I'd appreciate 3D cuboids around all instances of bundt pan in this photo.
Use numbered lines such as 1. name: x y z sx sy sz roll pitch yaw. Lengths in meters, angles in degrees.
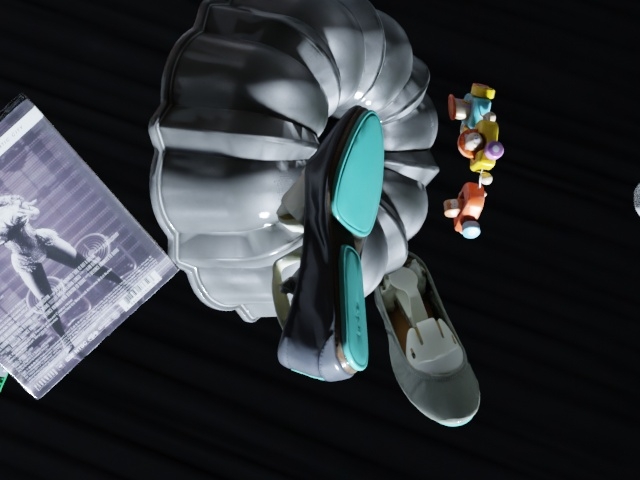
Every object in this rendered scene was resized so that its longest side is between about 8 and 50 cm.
1. bundt pan: -0.002 -0.082 1.641 0.331 0.124 0.331 -12 105 -51

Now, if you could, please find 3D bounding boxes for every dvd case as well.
1. dvd case: -0.236 0.009 1.446 0.164 0.018 0.221 -43 129 -5

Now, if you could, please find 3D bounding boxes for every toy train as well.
1. toy train: 0.152 -0.092 1.904 0.125 0.046 0.166 113 -18 -49

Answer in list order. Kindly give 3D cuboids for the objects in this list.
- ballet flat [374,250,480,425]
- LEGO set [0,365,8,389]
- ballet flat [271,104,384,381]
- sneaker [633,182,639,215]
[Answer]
1. ballet flat: 0.095 0.088 1.721 0.213 0.072 0.068 -113 -169 -48
2. LEGO set: -0.453 0.060 1.949 0.192 0.255 0.331 13 113 -53
3. ballet flat: 0.000 0.000 1.231 0.074 0.074 0.203 72 21 -65
4. sneaker: 0.373 0.003 1.730 0.094 0.212 0.080 -44 -142 40
